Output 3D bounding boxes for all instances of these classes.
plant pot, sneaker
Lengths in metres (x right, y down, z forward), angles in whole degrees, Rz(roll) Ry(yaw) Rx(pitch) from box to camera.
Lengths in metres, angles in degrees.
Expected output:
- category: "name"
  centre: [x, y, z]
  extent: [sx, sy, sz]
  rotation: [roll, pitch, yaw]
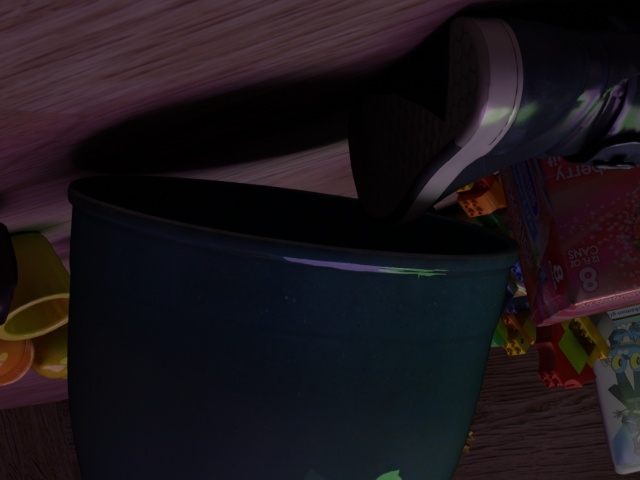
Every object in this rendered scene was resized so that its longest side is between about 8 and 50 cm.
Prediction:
- category: "plant pot"
  centre: [-0.031, 0.107, 0.992]
  extent: [0.271, 0.255, 0.271]
  rotation: [7, -173, -1]
- category: "sneaker"
  centre: [0.116, -0.066, 0.910]
  extent: [0.163, 0.086, 0.226]
  rotation: [-7, 171, -21]

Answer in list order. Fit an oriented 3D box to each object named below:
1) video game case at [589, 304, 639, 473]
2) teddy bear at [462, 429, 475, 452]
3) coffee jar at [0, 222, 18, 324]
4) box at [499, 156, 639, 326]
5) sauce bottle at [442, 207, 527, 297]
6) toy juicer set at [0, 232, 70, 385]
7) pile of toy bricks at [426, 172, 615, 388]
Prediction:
- category: "video game case"
  centre: [0.356, 0.014, 1.234]
  extent: [0.329, 0.300, 0.036]
  rotation: [-13, -157, 5]
- category: "teddy bear"
  centre: [0.020, 0.101, 1.641]
  extent: [0.338, 0.113, 0.245]
  rotation: [24, 176, -7]
- category: "coffee jar"
  centre: [-0.285, 0.031, 1.034]
  extent: [0.184, 0.079, 0.096]
  rotation: [-11, 174, -14]
- category: "box"
  centre: [0.274, -0.051, 1.047]
  extent: [0.300, 0.154, 0.142]
  rotation: [-11, 174, -4]
- category: "sauce bottle"
  centre: [0.138, 0.029, 1.679]
  extent: [0.111, 0.111, 0.344]
  rotation: [-8, 172, -32]
- category: "toy juicer set"
  centre: [-0.144, 0.064, 1.328]
  extent: [0.329, 0.089, 0.209]
  rotation: [-9, 154, -38]
- category: "pile of toy bricks"
  centre: [0.111, 0.031, 1.186]
  extent: [0.118, 0.212, 0.105]
  rotation: [-12, -147, 47]
